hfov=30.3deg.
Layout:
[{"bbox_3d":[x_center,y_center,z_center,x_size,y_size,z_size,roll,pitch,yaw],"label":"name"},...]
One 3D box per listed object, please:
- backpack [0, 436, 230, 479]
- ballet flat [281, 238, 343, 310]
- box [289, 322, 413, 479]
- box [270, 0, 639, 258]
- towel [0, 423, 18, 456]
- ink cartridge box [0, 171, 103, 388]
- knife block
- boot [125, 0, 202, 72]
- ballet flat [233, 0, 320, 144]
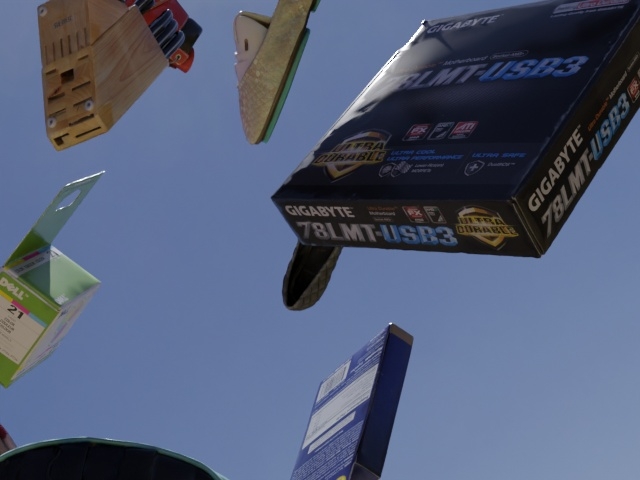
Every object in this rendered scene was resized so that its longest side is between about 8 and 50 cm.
[{"bbox_3d":[-0.100,0.188,0.554,0.165,0.189,0.144,0,-11,10],"label":"backpack"},{"bbox_3d":[0.000,0.000,1.304,0.049,0.057,0.173,-40,-33,-72],"label":"ballet flat"},{"bbox_3d":[0.023,0.200,1.181,0.036,0.225,0.136,35,-49,-12],"label":"box"},{"bbox_3d":[0.142,-0.112,1.091,0.293,0.295,0.073,-52,-57,-28],"label":"box"},{"bbox_3d":[-0.264,0.183,0.861,0.037,0.329,0.237,-31,-27,-39],"label":"towel"},{"bbox_3d":[-0.344,0.045,1.535,0.255,0.097,0.189,-52,1,10],"label":"ink cartridge box"},{"bbox_3d":[-0.267,-0.234,1.604,0.088,0.276,0.242,-18,-20,27],"label":"knife block"},{"bbox_3d":[-0.293,-0.305,1.839,0.244,0.176,0.088,-47,16,-32],"label":"boot"},{"bbox_3d":[-0.026,-0.143,0.727,0.057,0.052,0.168,-150,82,-82],"label":"ballet flat"}]
